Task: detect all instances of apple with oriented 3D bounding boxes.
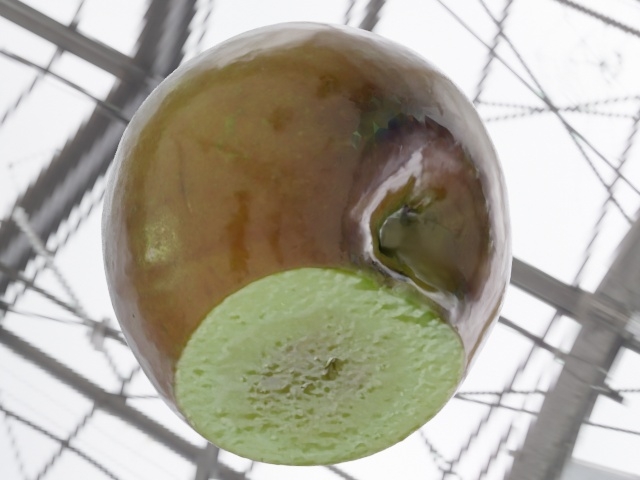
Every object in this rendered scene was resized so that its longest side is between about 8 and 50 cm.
[{"bbox_3d":[-0.005,-0.002,0.729,0.147,0.146,0.163,-21,-117,50],"label":"apple"}]
